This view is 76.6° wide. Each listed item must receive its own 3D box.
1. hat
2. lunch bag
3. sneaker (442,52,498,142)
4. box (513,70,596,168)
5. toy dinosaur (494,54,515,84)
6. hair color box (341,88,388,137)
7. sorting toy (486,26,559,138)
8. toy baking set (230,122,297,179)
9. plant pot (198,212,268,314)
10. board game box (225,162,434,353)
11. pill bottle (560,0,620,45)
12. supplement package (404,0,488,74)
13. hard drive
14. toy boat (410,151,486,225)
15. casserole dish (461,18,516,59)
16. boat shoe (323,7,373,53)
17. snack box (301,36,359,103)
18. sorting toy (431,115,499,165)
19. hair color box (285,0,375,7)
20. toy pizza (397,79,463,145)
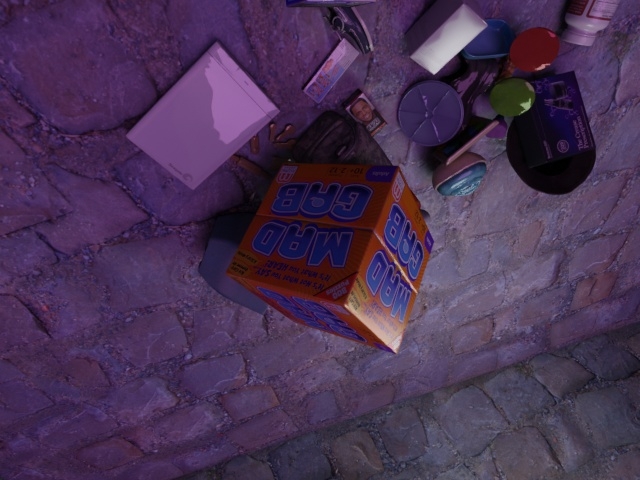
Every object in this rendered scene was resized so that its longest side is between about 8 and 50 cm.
[{"bbox_3d":[0.777,-0.311,1.434,0.332,0.134,0.330,0,87,-7],"label":"hat"},{"bbox_3d":[0.101,-0.209,1.222,0.212,0.256,0.305,-45,129,7],"label":"lunch bag"},{"bbox_3d":[0.423,-0.446,1.269,0.130,0.109,0.286,16,115,-17],"label":"sneaker"},{"bbox_3d":[0.749,-0.390,1.319,0.185,0.103,0.261,-16,90,-4],"label":"box"},{"bbox_3d":[0.574,-0.518,1.274,0.113,0.064,0.211,0,128,-20],"label":"toy dinosaur"},{"bbox_3d":[0.137,-0.386,1.244,0.072,0.043,0.141,-41,128,16],"label":"hair color box"},{"bbox_3d":[0.602,-0.488,1.240,0.127,0.126,0.365,20,145,12],"label":"sorting toy"},{"bbox_3d":[-0.186,-0.295,1.221,0.256,0.030,0.196,22,115,-32],"label":"toy baking set"},{"bbox_3d":[-0.255,0.048,1.345,0.253,0.247,0.247,20,120,-14],"label":"plant pot"},{"bbox_3d":[0.049,0.042,1.096,0.356,0.357,0.356,48,59,-48],"label":"board game box"},{"bbox_3d":[0.793,-0.689,1.171,0.121,0.121,0.216,-3,129,-17],"label":"pill bottle"},{"bbox_3d":[0.331,-0.563,1.086,0.105,0.105,0.179,19,144,-31],"label":"supplement package"},{"bbox_3d":[-0.318,-0.326,1.110,0.353,0.047,0.233,-37,123,16],"label":"hard drive"},{"bbox_3d":[0.438,-0.176,1.416,0.318,0.148,0.268,-33,169,28],"label":"toy boat"},{"bbox_3d":[0.474,-0.578,1.174,0.189,0.114,0.037,-10,173,-13],"label":"casserole dish"},{"bbox_3d":[0.048,-0.576,1.025,0.079,0.095,0.254,-36,129,9],"label":"boat shoe"},{"bbox_3d":[0.027,-0.478,1.145,0.064,0.022,0.178,28,114,-36],"label":"snack box"},{"bbox_3d":[0.454,-0.331,1.309,0.193,0.208,0.038,-40,103,15],"label":"sorting toy"},{"bbox_3d":[0.015,-0.681,0.840,0.185,0.110,0.338,-17,119,-26],"label":"hair color box"},{"bbox_3d":[0.340,-0.393,1.258,0.202,0.032,0.201,14,126,20],"label":"toy pizza"}]
